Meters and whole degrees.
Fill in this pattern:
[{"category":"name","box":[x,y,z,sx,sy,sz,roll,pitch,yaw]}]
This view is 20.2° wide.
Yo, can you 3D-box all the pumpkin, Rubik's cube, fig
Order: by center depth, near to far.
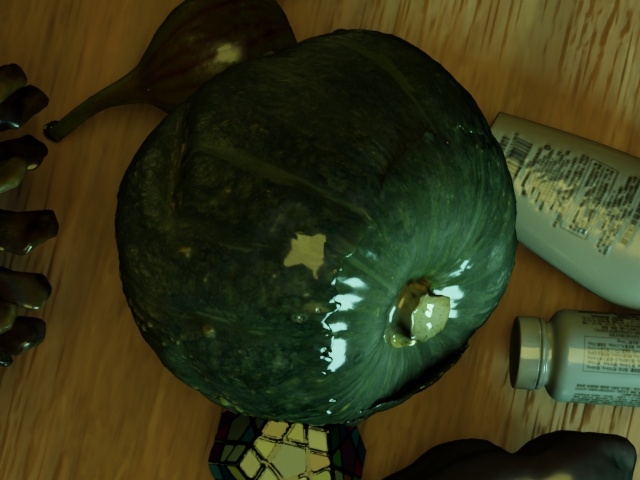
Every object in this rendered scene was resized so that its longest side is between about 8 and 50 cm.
[{"category":"pumpkin","box":[0.000,0.000,1.398,0.257,0.291,0.328,31,57,35]},{"category":"Rubik's cube","box":[-0.027,0.180,1.487,0.133,0.112,0.133,0,86,-1]},{"category":"fig","box":[-0.133,-0.137,1.518,0.236,0.124,0.124,-17,86,8]}]

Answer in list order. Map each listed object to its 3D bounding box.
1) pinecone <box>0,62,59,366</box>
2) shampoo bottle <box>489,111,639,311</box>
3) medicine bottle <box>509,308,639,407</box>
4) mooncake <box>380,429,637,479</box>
[{"category":"pinecone","box":[-0.357,-0.005,1.383,0.385,0.384,0.384,0,85,-2]},{"category":"shampoo bottle","box":[0.247,-0.017,1.531,0.257,0.078,0.127,28,73,2]},{"category":"medicine bottle","box":[0.233,0.099,1.521,0.140,0.079,0.079,4,85,-2]},{"category":"mooncake","box":[0.151,0.344,1.424,0.351,0.212,0.381,-17,93,-10]}]
